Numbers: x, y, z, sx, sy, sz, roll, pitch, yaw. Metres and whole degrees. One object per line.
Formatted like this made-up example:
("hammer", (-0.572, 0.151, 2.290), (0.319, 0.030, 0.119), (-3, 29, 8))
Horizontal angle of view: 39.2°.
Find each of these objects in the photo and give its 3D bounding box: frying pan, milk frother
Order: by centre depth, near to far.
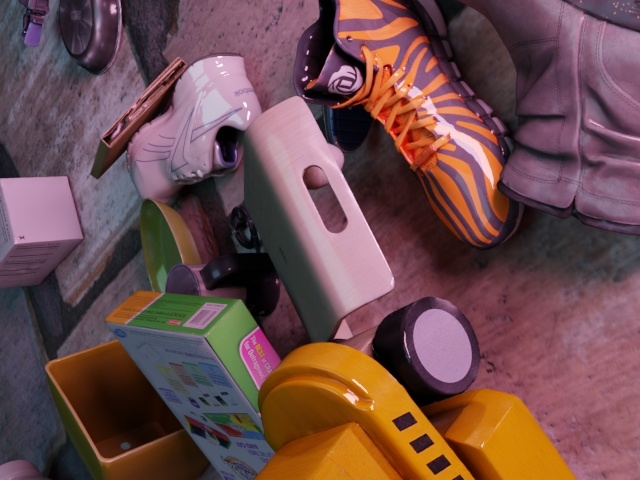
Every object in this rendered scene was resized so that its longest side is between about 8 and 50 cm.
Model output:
("milk frother", (-0.138, 0.032, 1.217), (0.143, 0.135, 0.129), (51, 127, 33))
("frying pan", (-0.385, -0.441, 1.528), (0.197, 0.053, 0.326), (42, 128, 38))

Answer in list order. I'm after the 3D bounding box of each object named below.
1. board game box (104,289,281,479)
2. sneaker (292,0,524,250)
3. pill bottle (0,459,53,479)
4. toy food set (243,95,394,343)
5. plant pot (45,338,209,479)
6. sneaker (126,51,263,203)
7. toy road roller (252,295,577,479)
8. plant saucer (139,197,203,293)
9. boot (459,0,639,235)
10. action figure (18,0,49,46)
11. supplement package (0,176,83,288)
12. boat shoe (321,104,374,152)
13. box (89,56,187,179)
("board game box", (-0.110, 0.207, 1.137), (0.242, 0.064, 0.316), (1, 129, 49))
("sneaker", (0.073, -0.128, 0.913), (0.124, 0.180, 0.321), (-46, 60, 42))
("pill bottle", (-0.550, 0.570, 1.745), (0.301, 0.169, 0.169), (38, 122, 40))
("toy food set", (0.000, 0.000, 1.000), (0.219, 0.092, 0.306), (64, 169, 14))
("plant pot", (-0.278, 0.287, 1.377), (0.212, 0.212, 0.187), (44, 138, 38))
("sneaker", (-0.182, -0.132, 1.279), (0.297, 0.111, 0.129), (-46, 66, 43))
("toy road roller", (0.070, 0.237, 0.846), (0.329, 0.240, 0.202), (52, 138, -6))
("plant saucer", (-0.215, 0.050, 1.345), (0.241, 0.037, 0.240), (47, 145, 48))
("boot", (0.193, -0.144, 0.819), (0.338, 0.118, 0.222), (34, 121, 42))
("action figure", (-0.560, -0.525, 1.581), (0.330, 0.179, 0.341), (25, 110, 32))
("supplement package", (-0.577, -0.011, 1.733), (0.244, 0.134, 0.139), (-34, 69, 47))
("boat shoe", (0.025, -0.192, 1.061), (0.066, 0.066, 0.183), (-1, 84, 55))
("box", (-0.267, -0.172, 1.302), (0.021, 0.164, 0.201), (42, 161, -9))
